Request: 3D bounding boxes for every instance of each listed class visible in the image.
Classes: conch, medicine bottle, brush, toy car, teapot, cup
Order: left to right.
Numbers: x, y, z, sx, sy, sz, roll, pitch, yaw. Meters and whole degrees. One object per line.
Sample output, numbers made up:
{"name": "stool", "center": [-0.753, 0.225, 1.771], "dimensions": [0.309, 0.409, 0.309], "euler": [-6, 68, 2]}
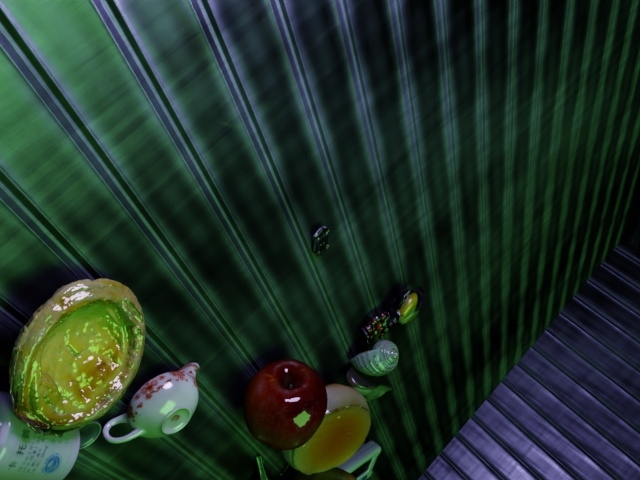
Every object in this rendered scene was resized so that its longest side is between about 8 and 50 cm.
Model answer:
{"name": "medicine bottle", "center": [-0.536, 0.330, 1.072], "dimensions": [0.152, 0.152, 0.254], "euler": [-50, 149, -6]}
{"name": "cup", "center": [-0.465, 0.341, 1.242], "dimensions": [0.078, 0.077, 0.100], "euler": [15, 108, -56]}
{"name": "teapot", "center": [-0.350, 0.364, 1.400], "dimensions": [0.245, 0.116, 0.159], "euler": [-22, 147, -31]}
{"name": "brush", "center": [-0.123, 0.768, 2.142], "dimensions": [0.024, 0.008, 0.083], "euler": [23, 102, -54]}
{"name": "toy car", "center": [0.000, 0.000, 1.554], "dimensions": [0.041, 0.025, 0.093], "euler": [-36, 147, -28]}
{"name": "conch", "center": [0.173, 0.374, 2.019], "dimensions": [0.153, 0.102, 0.135], "euler": [-40, 149, 27]}

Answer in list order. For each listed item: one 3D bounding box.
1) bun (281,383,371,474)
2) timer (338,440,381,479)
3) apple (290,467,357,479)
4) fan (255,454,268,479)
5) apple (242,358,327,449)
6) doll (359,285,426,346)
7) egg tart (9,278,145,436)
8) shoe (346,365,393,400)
{"name": "bun", "center": [0.000, 0.555, 1.955], "dimensions": [0.298, 0.165, 0.299], "euler": [-16, 125, -24]}
{"name": "timer", "center": [0.119, 0.887, 2.500], "dimensions": [0.253, 0.078, 0.178], "euler": [-15, 130, -45]}
{"name": "apple", "center": [0.005, 0.914, 2.177], "dimensions": [0.299, 0.299, 0.275], "euler": [-2, 126, -51]}
{"name": "fan", "center": [-0.163, 0.804, 2.003], "dimensions": [0.229, 0.011, 0.335], "euler": [-9, 110, 6]}
{"name": "apple", "center": [-0.092, 0.421, 1.662], "dimensions": [0.218, 0.218, 0.201], "euler": [-27, 148, -35]}
{"name": "doll", "center": [0.233, 0.234, 2.014], "dimensions": [0.248, 0.088, 0.127], "euler": [-35, 173, -15]}
{"name": "egg tart", "center": [-0.418, 0.192, 1.104], "dimensions": [0.279, 0.095, 0.279], "euler": [-25, 121, -52]}
{"name": "shoe", "center": [0.146, 0.475, 2.126], "dimensions": [0.098, 0.103, 0.275], "euler": [-43, 147, 10]}
